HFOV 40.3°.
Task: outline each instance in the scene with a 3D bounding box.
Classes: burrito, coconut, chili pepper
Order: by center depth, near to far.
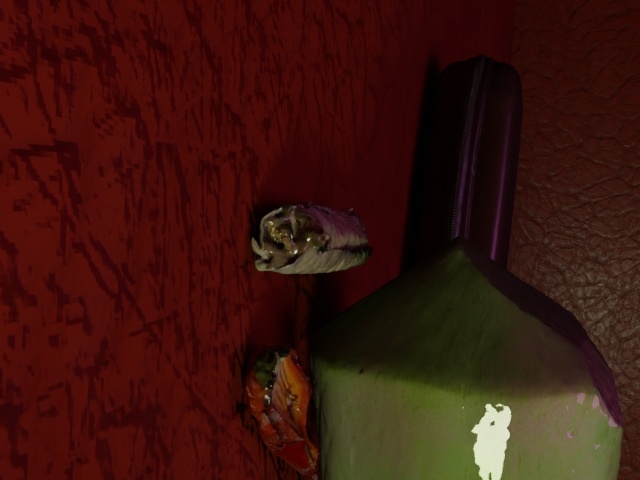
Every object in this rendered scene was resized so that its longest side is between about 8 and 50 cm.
[{"bbox_3d":[-0.020,0.109,0.533,0.178,0.027,0.045,73,31,-54],"label":"chili pepper"},{"bbox_3d":[0.000,0.000,0.559,0.045,0.041,0.185,54,12,11],"label":"burrito"},{"bbox_3d":[0.095,0.112,0.605,0.236,0.205,0.235,-1,90,-90],"label":"coconut"}]

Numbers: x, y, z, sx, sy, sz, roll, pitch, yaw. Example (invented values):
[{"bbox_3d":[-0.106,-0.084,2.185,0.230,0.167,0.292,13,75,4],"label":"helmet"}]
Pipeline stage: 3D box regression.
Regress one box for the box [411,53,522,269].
[{"bbox_3d":[0.184,-0.025,1.096,0.263,0.108,0.403,50,47,-70],"label":"box"}]
